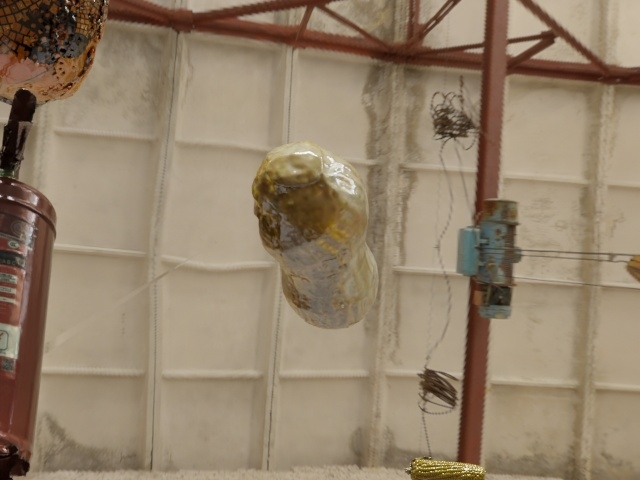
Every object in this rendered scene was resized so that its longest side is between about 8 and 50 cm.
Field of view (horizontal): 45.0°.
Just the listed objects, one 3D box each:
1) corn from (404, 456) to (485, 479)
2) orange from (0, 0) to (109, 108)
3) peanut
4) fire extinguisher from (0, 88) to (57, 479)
[{"bbox_3d":[0.128,0.240,0.797,0.083,0.027,0.028,1,-134,8],"label":"corn"},{"bbox_3d":[-0.331,-0.267,0.875,0.182,0.234,0.234,19,-93,-13],"label":"orange"},{"bbox_3d":[0.000,0.000,0.604,0.087,0.206,0.087,-6,-125,8],"label":"peanut"},{"bbox_3d":[-0.280,0.024,0.660,0.107,0.147,0.336,13,-125,-29],"label":"fire extinguisher"}]
